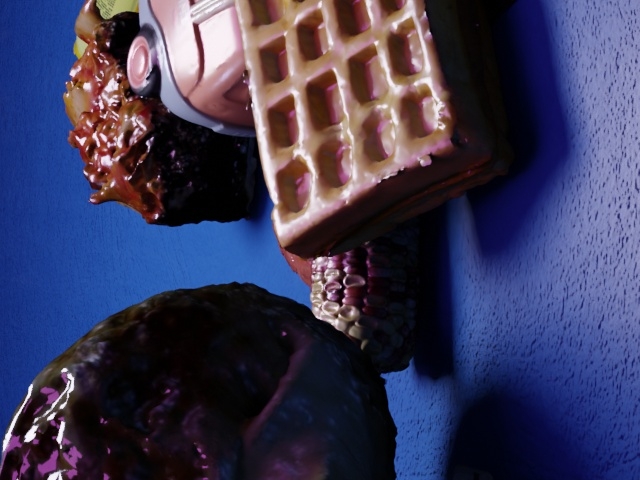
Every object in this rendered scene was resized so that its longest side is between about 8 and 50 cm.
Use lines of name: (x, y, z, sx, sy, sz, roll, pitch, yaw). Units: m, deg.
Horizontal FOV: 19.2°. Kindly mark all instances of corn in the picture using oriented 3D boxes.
corn: (0.041, -0.026, 1.642, 0.098, 0.098, 0.289, 159, 115, -68)

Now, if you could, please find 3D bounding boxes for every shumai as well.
shumai: (-0.041, 0.245, 1.402, 0.348, 0.395, 0.395, 18, 106, 53)

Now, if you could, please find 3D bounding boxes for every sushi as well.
sushi: (-0.184, -0.155, 2.130, 0.343, 0.182, 0.196, 55, 132, 54)

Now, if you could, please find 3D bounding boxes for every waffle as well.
waffle: (0.034, -0.162, 1.552, 0.224, 0.098, 0.327, -31, 59, 37)

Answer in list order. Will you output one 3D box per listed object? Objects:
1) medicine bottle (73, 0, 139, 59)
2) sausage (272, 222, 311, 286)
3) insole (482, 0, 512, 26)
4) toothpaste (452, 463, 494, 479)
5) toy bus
medicine bottle: (-0.231, -0.293, 2.352, 0.239, 0.124, 0.124, 114, 150, -48)
sausage: (0.000, 0.000, 1.775, 0.141, 0.076, 0.076, -128, 43, -57)
insole: (0.149, -0.217, 1.489, 0.232, 0.003, 0.080, 153, 116, -67)
toothpaste: (0.111, 0.309, 1.517, 0.067, 0.037, 0.255, -175, 91, -67)
toy bus: (-0.064, -0.250, 1.812, 0.232, 0.194, 0.287, -28, 62, 58)
